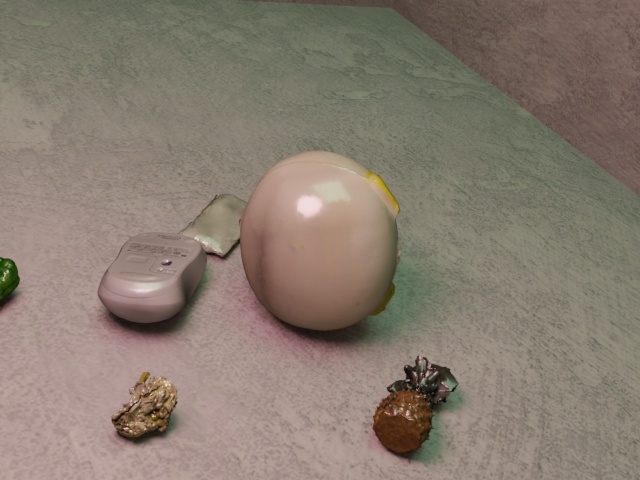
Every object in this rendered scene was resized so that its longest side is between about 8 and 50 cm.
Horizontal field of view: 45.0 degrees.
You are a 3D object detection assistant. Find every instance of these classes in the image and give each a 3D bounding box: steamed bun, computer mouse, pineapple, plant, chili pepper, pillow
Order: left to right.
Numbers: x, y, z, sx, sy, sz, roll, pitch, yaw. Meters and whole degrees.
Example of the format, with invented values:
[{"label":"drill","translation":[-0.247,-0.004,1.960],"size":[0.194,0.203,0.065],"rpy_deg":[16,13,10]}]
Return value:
[{"label":"chili pepper","translation":[-0.662,0.116,1.411],"size":[0.099,0.083,0.253],"rpy_deg":[32,42,23]},{"label":"plant","translation":[-0.307,0.269,1.322],"size":[0.117,0.104,0.122],"rpy_deg":[-15,38,-22]},{"label":"computer mouse","translation":[-0.333,0.082,1.559],"size":[0.184,0.121,0.297],"rpy_deg":[3,20,0]},{"label":"pillow","translation":[-0.235,-0.040,1.828],"size":[0.128,0.051,0.229],"rpy_deg":[21,37,12]},{"label":"steamed bun","translation":[-0.001,0.004,1.575],"size":[0.334,0.373,0.334],"rpy_deg":[1,32,-1]},{"label":"pineapple","translation":[0.182,0.306,1.476],"size":[0.119,0.111,0.237],"rpy_deg":[51,32,-3]}]
